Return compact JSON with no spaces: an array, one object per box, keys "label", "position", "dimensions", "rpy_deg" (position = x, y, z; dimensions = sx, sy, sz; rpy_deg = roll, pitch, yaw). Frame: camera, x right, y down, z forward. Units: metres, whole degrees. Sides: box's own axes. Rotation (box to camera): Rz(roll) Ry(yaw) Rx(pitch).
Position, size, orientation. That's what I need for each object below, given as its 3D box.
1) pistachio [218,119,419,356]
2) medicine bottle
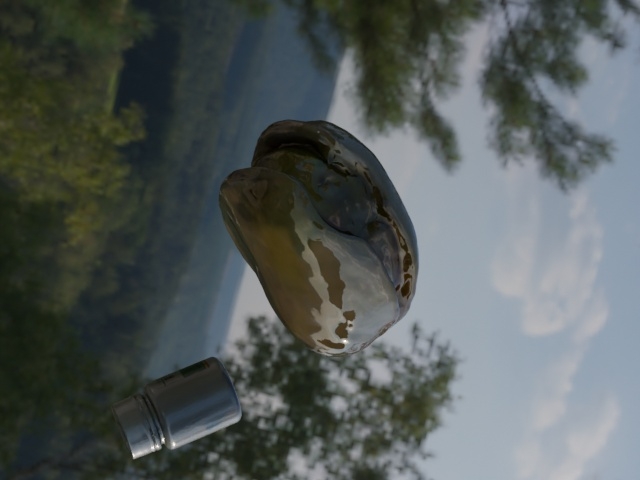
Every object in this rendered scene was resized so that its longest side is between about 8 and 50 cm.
[{"label":"pistachio","position":[0.000,0.000,1.346],"dimensions":[0.166,0.197,0.288],"rpy_deg":[-54,135,-35]},{"label":"medicine bottle","position":[-0.161,0.188,1.449],"dimensions":[0.080,0.130,0.080],"rpy_deg":[159,-90,-75]}]
